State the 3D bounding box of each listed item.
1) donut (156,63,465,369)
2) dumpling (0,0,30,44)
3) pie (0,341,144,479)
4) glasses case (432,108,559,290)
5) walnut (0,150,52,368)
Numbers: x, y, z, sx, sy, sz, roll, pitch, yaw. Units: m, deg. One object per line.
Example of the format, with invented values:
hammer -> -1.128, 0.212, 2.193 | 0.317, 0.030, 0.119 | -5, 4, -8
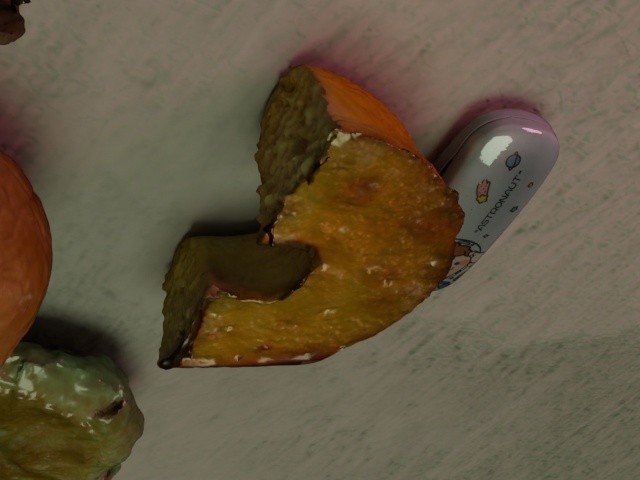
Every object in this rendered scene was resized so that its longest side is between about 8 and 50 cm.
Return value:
donut -> 0.001, 0.004, 0.638 | 0.152, 0.101, 0.259 | 12, 135, -30
dumpling -> -0.296, -0.063, 0.412 | 0.332, 0.166, 0.086 | -4, 123, -12
pie -> -0.298, 0.160, 0.771 | 0.307, 0.071, 0.306 | -7, 139, -6
glasses case -> 0.100, -0.023, 0.678 | 0.067, 0.045, 0.178 | 9, 138, -25
walnut -> -0.230, 0.014, 0.512 | 0.165, 0.197, 0.165 | 4, 122, 6
